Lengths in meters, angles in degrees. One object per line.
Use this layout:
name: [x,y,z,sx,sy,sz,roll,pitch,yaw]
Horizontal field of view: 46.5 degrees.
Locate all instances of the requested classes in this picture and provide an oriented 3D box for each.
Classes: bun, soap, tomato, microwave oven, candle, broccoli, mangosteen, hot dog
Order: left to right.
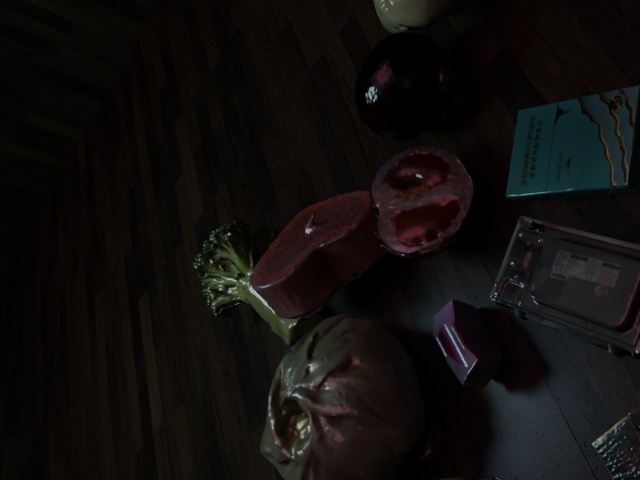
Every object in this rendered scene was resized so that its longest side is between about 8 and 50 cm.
broccoli: [-0.130,0.091,1.710,0.361,0.221,0.252,12,92,44]
candle: [0.000,0.000,1.538,0.317,0.131,0.287,-34,21,7]
bun: [0.014,0.310,1.364,0.365,0.219,0.365,-38,43,48]
mangosteen: [0.176,-0.291,1.456,0.216,0.216,0.216,-26,55,46]
bun: [0.208,-0.521,1.466,0.259,0.160,0.259,-24,23,11]
hot dog: [0.186,0.341,1.294,0.058,0.035,0.083,-20,59,48]
tomato: [0.202,-0.058,1.380,0.199,0.112,0.227,-16,59,25]
soap: [0.244,0.171,1.233,0.056,0.100,0.149,-51,39,27]
microwave oven: [0.382,0.073,1.013,0.240,0.194,0.145,22,95,53]

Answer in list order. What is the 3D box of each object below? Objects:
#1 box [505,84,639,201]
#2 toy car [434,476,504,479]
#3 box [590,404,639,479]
box: [0.409,-0.148,1.197,0.229,0.041,0.162,-3,73,53]
toy car: [0.131,0.506,1.132,0.336,0.226,0.242,-36,48,42]
box: [0.472,0.253,0.914,0.240,0.071,0.159,-52,43,27]
